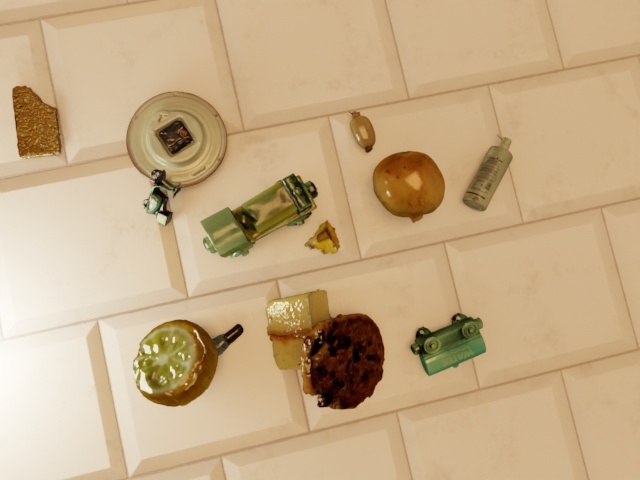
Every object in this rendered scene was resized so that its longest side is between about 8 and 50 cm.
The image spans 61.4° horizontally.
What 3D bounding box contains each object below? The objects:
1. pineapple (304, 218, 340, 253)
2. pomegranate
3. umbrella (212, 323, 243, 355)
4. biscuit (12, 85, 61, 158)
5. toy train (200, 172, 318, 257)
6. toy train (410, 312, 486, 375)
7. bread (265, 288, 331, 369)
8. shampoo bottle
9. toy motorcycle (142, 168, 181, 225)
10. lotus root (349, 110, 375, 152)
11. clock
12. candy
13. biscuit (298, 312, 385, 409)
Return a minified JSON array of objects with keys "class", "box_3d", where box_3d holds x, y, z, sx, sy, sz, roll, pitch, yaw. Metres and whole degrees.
[{"class":"pineapple","box_3d":[0.000,0.000,1.738,0.114,0.077,0.114,-24,83,7]},{"class":"pomegranate","box_3d":[0.281,-0.177,1.704,0.233,0.233,0.233,0,85,-5]},{"class":"umbrella","box_3d":[-0.346,0.348,1.684,0.250,0.052,0.053,-40,63,-6]},{"class":"biscuit","box_3d":[-0.904,-0.381,1.717,0.131,0.026,0.236,-8,85,-7]},{"class":"toy train","box_3d":[-0.181,-0.075,1.637,0.397,0.253,0.160,-29,89,-6]},{"class":"toy train","box_3d":[0.417,0.339,1.734,0.248,0.101,0.159,-20,102,-6]},{"class":"bread","box_3d":[-0.068,0.284,1.725,0.178,0.135,0.240,-10,86,28]},{"class":"shampoo bottle","box_3d":[0.569,-0.228,1.797,0.085,0.085,0.262,29,82,-2]},{"class":"toy motorcycle","box_3d":[-0.494,-0.140,1.679,0.100,0.058,0.173,25,118,1]},{"class":"lotus root","box_3d":[0.139,-0.366,1.784,0.073,0.062,0.150,-22,88,-7]},{"class":"clock","box_3d":[-0.459,-0.324,1.722,0.319,0.080,0.318,0,85,-5]},{"class":"candy","box_3d":[-0.433,0.362,1.604,0.260,0.118,0.259,-6,63,12]},{"class":"biscuit","box_3d":[0.065,0.367,1.642,0.334,0.081,0.289,3,87,-39]}]
